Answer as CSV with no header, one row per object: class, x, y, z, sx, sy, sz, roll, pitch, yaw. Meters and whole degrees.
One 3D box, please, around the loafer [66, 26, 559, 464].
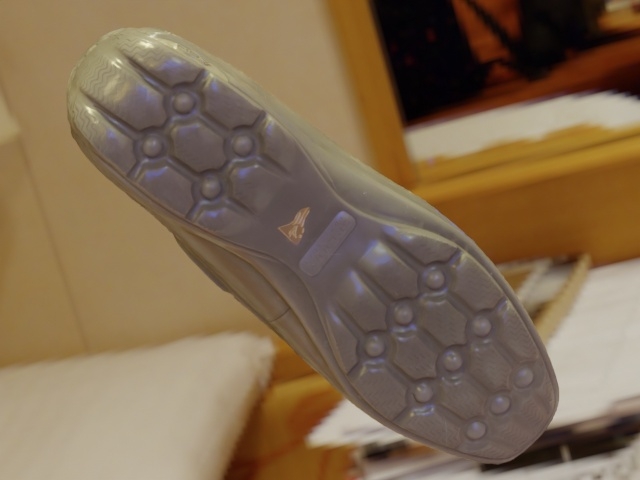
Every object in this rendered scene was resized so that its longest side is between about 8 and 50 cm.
loafer,0.000,0.000,0.971,0.112,0.319,0.111,-46,17,2
